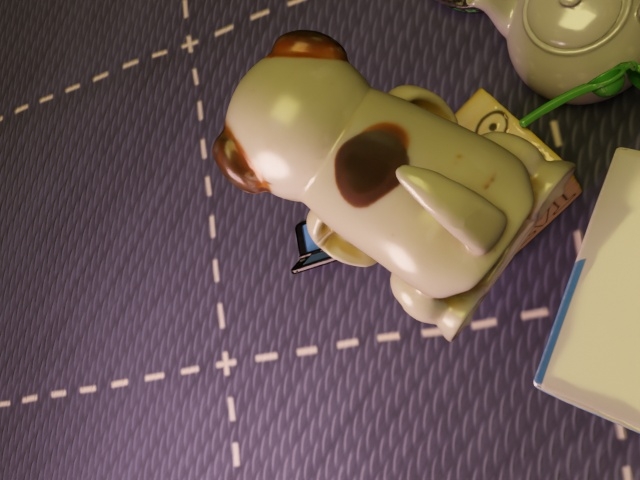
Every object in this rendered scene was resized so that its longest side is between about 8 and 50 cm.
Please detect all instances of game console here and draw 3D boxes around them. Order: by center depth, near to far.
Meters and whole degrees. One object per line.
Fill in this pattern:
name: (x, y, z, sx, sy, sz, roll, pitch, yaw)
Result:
game console: (0.000, 0.000, 1.287, 0.122, 0.107, 0.071, -19, 103, 24)

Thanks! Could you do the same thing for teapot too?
teapot: (0.406, -0.341, 1.069, 0.256, 0.187, 0.252, -34, 69, 17)

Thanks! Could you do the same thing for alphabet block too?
alphabet block: (0.267, -0.088, 1.096, 0.197, 0.193, 0.192, -45, 67, 14)

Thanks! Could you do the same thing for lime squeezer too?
lime squeezer: (0.436, -0.209, 1.010, 0.059, 0.311, 0.109, -113, 29, -61)

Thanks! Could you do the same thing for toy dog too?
toy dog: (0.058, -0.079, 0.884, 0.408, 0.395, 0.284, 35, 107, 18)

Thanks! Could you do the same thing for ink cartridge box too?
ink cartridge box: (0.430, 0.079, 0.878, 0.166, 0.395, 0.285, 20, 91, 30)

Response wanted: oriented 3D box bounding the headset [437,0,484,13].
headset: (0.294, -0.590, 1.163, 0.243, 0.185, 0.394, 35, 109, 26)
